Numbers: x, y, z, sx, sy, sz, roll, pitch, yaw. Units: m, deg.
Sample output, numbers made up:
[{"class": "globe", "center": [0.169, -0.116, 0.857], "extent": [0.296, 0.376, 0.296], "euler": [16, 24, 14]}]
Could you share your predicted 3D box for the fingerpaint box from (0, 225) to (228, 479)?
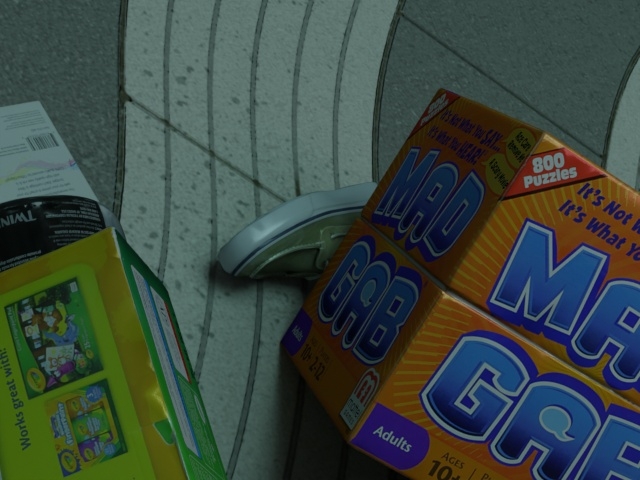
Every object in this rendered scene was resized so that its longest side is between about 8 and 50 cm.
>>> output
[{"class": "fingerpaint box", "center": [-0.252, 0.270, 1.296], "extent": [0.163, 0.371, 0.445], "euler": [60, 8, -64]}]

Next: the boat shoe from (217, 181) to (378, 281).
[{"class": "boat shoe", "center": [0.000, 0.000, 1.936], "extent": [0.302, 0.109, 0.094], "euler": [-20, 73, -50]}]

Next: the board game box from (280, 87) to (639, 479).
[{"class": "board game box", "center": [0.224, 0.094, 1.748], "extent": [0.356, 0.356, 0.356], "euler": [30, 4, -17]}]

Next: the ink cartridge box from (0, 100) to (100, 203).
[{"class": "ink cartridge box", "center": [-0.325, -0.053, 1.729], "extent": [0.127, 0.072, 0.175], "euler": [-16, 69, -47]}]

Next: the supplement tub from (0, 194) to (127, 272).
[{"class": "supplement tub", "center": [-0.249, 0.131, 1.549], "extent": [0.193, 0.193, 0.316], "euler": [4, 56, -38]}]

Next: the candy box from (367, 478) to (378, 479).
[{"class": "candy box", "center": [0.000, 0.353, 1.629], "extent": [0.165, 0.070, 0.196], "euler": [-6, 58, -18]}]
